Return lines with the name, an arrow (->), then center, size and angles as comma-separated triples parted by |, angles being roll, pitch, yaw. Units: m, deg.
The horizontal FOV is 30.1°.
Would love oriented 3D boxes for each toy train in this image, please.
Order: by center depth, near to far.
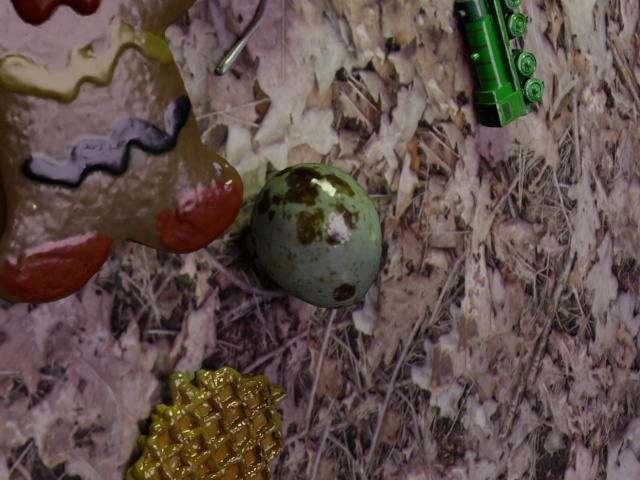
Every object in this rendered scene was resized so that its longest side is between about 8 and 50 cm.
toy train -> 0.293, -0.314, 1.980 | 0.119, 0.085, 0.251 | -31, 114, -27

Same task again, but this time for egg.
egg -> 0.000, 0.000, 1.587 | 0.169, 0.169, 0.231 | -54, 138, -32

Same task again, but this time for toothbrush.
toothbrush -> -0.086, -0.292, 1.570 | 0.022, 0.017, 0.204 | 43, 60, -22

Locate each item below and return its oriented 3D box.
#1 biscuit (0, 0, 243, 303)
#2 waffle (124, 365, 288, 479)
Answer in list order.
biscuit -> -0.260, -0.138, 1.266 | 0.368, 0.076, 0.394 | -21, 114, -30
waffle -> -0.141, 0.279, 1.535 | 0.238, 0.059, 0.243 | 28, 74, -47
